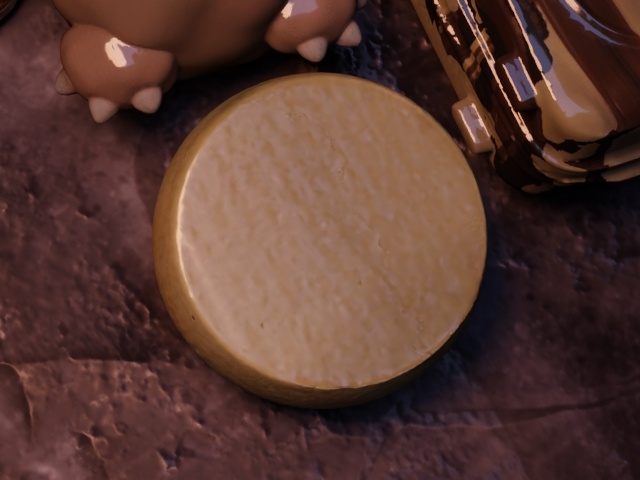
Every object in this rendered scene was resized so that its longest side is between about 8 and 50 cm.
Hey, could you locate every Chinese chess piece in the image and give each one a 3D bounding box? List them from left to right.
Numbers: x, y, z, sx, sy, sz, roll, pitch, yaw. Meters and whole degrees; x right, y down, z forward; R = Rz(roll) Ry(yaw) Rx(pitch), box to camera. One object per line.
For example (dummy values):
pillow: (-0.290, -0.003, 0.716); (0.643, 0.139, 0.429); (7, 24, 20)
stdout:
Chinese chess piece: (0.000, 0.000, 1.081); (0.250, 0.101, 0.250); (2, 79, -11)

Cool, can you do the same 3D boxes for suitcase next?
suitcase: (0.230, -0.227, 1.141); (0.339, 0.194, 0.351); (-21, 78, -18)

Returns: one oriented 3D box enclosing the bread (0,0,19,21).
bread: (-0.308, -0.235, 1.150); (0.161, 0.073, 0.160); (2, 76, -7)

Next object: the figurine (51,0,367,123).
figurine: (-0.124, -0.286, 1.113); (0.248, 0.203, 0.380); (-17, 77, -14)
